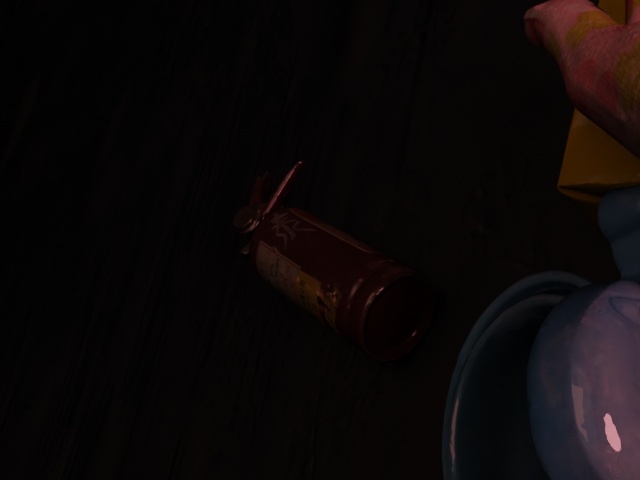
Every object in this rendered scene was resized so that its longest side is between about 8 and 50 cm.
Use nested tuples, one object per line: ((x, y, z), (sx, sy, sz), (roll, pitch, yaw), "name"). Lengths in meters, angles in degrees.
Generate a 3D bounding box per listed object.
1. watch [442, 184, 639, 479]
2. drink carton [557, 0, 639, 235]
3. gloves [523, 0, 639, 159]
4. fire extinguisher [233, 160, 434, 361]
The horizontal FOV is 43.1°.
((0.155, 0.092, 0.434), (0.193, 0.210, 0.211), (-39, 40, 54), "watch")
((0.315, -0.078, 0.414), (0.351, 0.111, 0.155), (0, 67, 45), "drink carton")
((0.189, -0.090, 0.380), (0.145, 0.126, 0.241), (-36, 15, 26), "gloves")
((0.001, 0.007, 0.701), (0.106, 0.075, 0.252), (-37, 37, -18), "fire extinguisher")
